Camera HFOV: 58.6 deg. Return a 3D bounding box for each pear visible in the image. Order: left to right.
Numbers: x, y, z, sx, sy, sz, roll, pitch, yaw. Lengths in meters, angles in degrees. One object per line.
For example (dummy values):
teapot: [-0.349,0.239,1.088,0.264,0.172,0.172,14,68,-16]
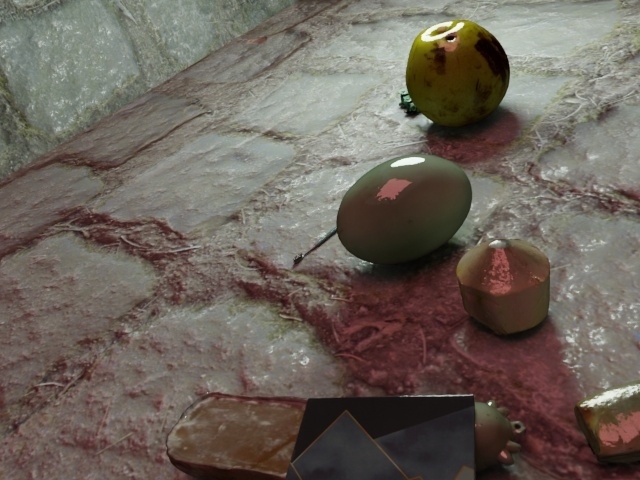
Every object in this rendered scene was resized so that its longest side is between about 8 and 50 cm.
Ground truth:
pear: [0.359,-0.439,1.496,0.283,0.284,0.284,-13,35,10]

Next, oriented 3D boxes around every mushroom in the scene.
mushroom: [0.488,0.202,0.723,0.312,0.081,0.100,-21,29,7]

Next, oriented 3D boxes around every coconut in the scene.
coconut: [0.300,0.065,0.933,0.147,0.153,0.147,-12,37,9]

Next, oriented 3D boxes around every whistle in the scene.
whistle: [0.155,0.274,0.776,0.244,0.092,0.110,-12,37,8]

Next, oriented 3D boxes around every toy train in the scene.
toy train: [0.277,-0.416,1.696,0.081,0.050,0.122,-13,33,-3]

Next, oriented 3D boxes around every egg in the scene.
egg: [0.164,-0.062,1.129,0.282,0.203,0.203,-23,35,-3]

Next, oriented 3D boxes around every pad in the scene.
pad: [0.076,0.266,0.737,0.242,0.004,0.164,-7,35,19]

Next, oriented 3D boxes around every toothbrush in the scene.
toothbrush: [0.000,0.000,1.293,0.167,0.014,0.011,-38,56,-25]

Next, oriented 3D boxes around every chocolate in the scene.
chocolate: [-0.103,0.313,0.861,0.253,0.080,0.157,-1,26,24]

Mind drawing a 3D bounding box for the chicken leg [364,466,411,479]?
chicken leg: [0.145,0.386,0.645,0.113,0.093,0.304,-46,47,-6]
